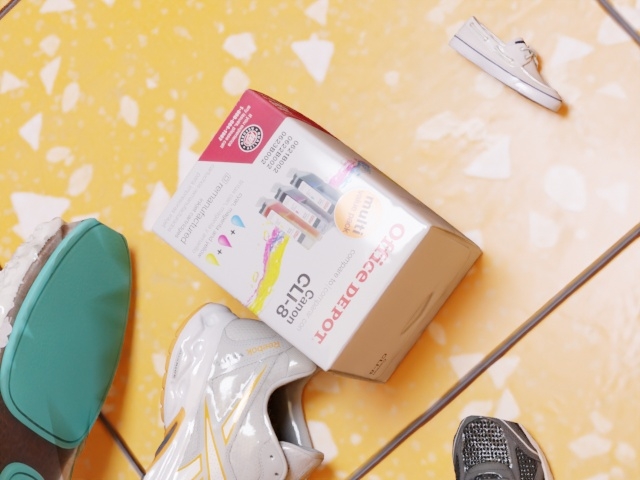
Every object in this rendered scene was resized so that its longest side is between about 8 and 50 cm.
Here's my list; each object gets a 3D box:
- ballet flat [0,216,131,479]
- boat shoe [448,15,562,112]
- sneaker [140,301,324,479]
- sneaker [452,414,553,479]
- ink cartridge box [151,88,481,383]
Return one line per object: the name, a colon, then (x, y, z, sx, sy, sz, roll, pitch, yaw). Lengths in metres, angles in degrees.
ballet flat: (-0.250, 0.154, 1.209, 0.147, 0.147, 0.409, -3, 55, 22)
boat shoe: (0.140, -0.130, 1.215, 0.100, 0.035, 0.035, 39, 100, 29)
sneaker: (-0.064, 0.182, 1.219, 0.121, 0.099, 0.262, 10, 87, 19)
sneaker: (0.125, 0.205, 1.146, 0.072, 0.077, 0.178, -15, 76, 18)
ink cartridge box: (0.000, 0.000, 1.200, 0.176, 0.127, 0.128, 37, 96, 22)
